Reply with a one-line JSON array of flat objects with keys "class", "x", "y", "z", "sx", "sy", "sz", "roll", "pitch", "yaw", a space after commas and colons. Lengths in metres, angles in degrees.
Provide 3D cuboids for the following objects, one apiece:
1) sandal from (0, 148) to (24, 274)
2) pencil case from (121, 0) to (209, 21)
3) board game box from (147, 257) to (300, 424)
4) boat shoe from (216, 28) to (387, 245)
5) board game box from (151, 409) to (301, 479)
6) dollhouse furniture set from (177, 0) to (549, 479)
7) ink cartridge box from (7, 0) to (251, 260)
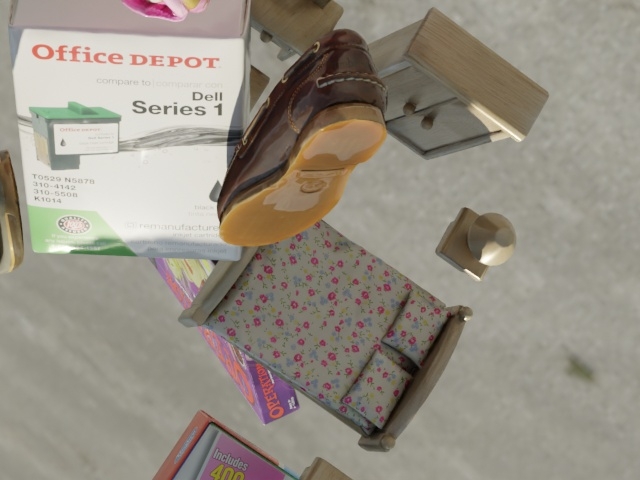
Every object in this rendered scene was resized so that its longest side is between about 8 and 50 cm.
[{"class": "sandal", "x": -0.232, "y": -0.007, "z": 1.110, "sx": 0.180, "sy": 0.049, "sz": 0.072, "roll": -24, "pitch": 78, "yaw": 60}, {"class": "pencil case", "x": -0.052, "y": -0.319, "z": 1.000, "sx": 0.160, "sy": 0.386, "sz": 0.167, "roll": 28, "pitch": 170, "yaw": 5}, {"class": "board game box", "x": -0.130, "y": 0.014, "z": 1.773, "sx": 0.347, "sy": 0.056, "sz": 0.208, "roll": 49, "pitch": 163, "yaw": 50}, {"class": "boat shoe", "x": -0.014, "y": -0.063, "z": 1.122, "sx": 0.207, "sy": 0.073, "sz": 0.073, "roll": -43, "pitch": 52, "yaw": 53}, {"class": "board game box", "x": -0.091, "y": 0.344, "z": 1.478, "sx": 0.242, "sy": 0.316, "sz": 0.064, "roll": 36, "pitch": 174, "yaw": -13}, {"class": "dollhouse furniture set", "x": 0.000, "y": 0.000, "z": 1.310, "sx": 0.303, "sy": 0.355, "sz": 0.174, "roll": 35, "pitch": 165, "yaw": -14}, {"class": "ink cartridge box", "x": -0.129, "y": -0.094, "z": 1.201, "sx": 0.160, "sy": 0.093, "sz": 0.219, "roll": 2, "pitch": 137, "yaw": -1}]
